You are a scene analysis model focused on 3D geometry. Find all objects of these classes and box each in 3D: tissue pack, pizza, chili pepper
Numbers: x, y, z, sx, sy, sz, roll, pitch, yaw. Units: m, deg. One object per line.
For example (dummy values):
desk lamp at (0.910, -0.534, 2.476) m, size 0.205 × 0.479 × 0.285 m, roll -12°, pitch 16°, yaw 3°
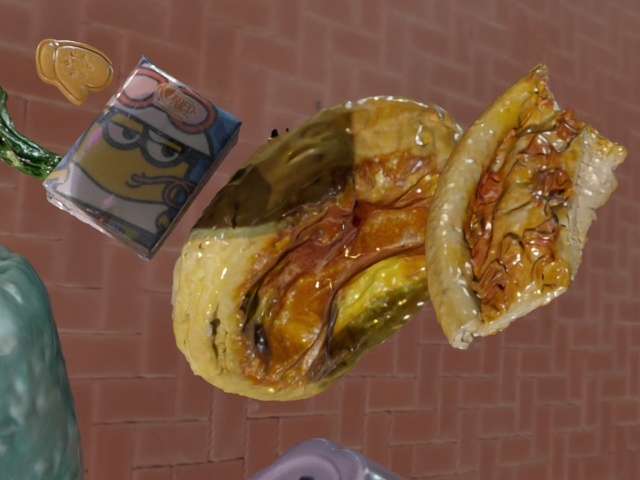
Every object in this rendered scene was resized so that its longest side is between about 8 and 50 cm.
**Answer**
tissue pack at (-0.161, -0.075, 0.692) m, size 0.115 × 0.065 × 0.155 m, roll 33°, pitch 74°, yaw -3°
pizza at (0.155, -0.035, 0.597) m, size 0.271 × 0.134 × 0.056 m, roll -57°, pitch 138°, yaw -19°
chili pepper at (-0.441, -0.153, 1.080) m, size 0.073 × 0.050 × 0.182 m, roll -28°, pitch 75°, yaw -40°

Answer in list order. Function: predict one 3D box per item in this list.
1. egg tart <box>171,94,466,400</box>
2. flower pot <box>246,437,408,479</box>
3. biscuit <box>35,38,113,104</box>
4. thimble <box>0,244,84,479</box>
egg tart at (0.000, 0.000, 0.924) m, size 0.443 × 0.178 × 0.443 m, roll -24°, pitch 140°, yaw -22°
flower pot at (0.035, 0.326, 0.709) m, size 0.265 × 0.265 × 0.243 m, roll -48°, pitch 114°, yaw -29°
biscuit at (-0.443, -0.305, 1.366) m, size 0.140 × 0.023 × 0.118 m, roll -4°, pitch 80°, yaw -37°
thimble at (-0.209, 0.086, 0.328) m, size 0.198 × 0.235 × 0.143 m, roll -12°, pitch 106°, yaw -27°
